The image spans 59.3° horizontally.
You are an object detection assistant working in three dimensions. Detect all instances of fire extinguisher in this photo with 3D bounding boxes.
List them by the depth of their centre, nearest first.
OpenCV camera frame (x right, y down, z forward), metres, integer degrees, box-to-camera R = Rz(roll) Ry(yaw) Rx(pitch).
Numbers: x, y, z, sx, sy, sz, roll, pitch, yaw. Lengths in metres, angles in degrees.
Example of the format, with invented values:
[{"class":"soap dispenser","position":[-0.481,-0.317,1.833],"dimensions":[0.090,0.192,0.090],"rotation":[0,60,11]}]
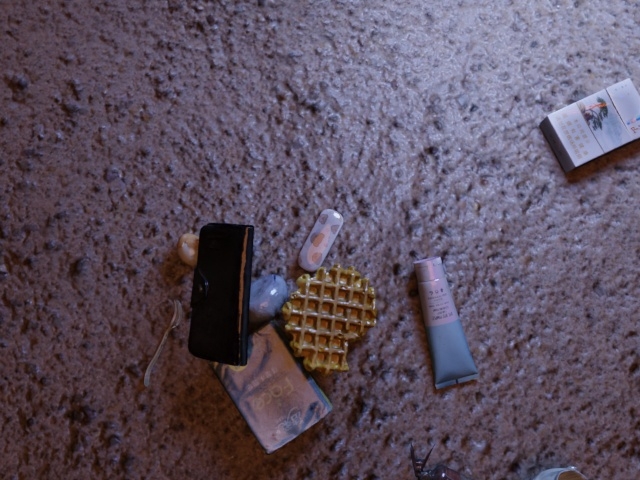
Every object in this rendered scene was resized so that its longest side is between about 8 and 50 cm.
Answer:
[{"class":"fire extinguisher","position":[0.310,0.558,1.312],"dimensions":[0.252,0.075,0.106],"rotation":[25,72,4]}]

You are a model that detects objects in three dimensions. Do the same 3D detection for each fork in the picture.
[{"class":"fork","position":[-0.383,0.251,1.368],"dimensions":[0.029,0.034,0.219],"rotation":[19,84,11]}]

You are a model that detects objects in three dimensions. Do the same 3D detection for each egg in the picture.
[{"class":"egg","position":[-0.315,0.021,1.375],"dimensions":[0.071,0.071,0.083],"rotation":[-39,87,-4]}]

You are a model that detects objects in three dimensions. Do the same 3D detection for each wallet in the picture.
[{"class":"wallet","position":[-0.230,0.118,1.291],"dimensions":[0.173,0.045,0.317],"rotation":[5,90,34]}]

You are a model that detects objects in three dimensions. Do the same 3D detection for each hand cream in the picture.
[{"class":"hand cream","position":[0.297,0.197,1.364],"dimensions":[0.111,0.070,0.312],"rotation":[-13,92,-3]}]

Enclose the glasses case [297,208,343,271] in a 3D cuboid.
[{"class":"glasses case","position":[0.000,0.000,1.389],"dimensions":[0.063,0.041,0.164],"rotation":[28,84,4]}]

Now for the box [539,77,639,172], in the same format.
[{"class":"box","position":[0.691,-0.285,1.403],"dimensions":[0.233,0.067,0.149],"rotation":[-25,84,-3]}]

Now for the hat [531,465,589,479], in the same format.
[{"class":"hat","position":[0.487,0.649,1.271],"dimensions":[0.301,0.168,0.258],"rotation":[-40,123,18]}]

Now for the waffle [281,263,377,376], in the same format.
[{"class":"waffle","position":[0.034,0.183,1.331],"dimensions":[0.253,0.056,0.248],"rotation":[-24,90,-23]}]

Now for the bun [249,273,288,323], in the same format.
[{"class":"bun","position":[-0.133,0.146,1.334],"dimensions":[0.141,0.141,0.083],"rotation":[-39,107,-4]}]

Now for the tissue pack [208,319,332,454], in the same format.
[{"class":"tissue pack","position":[-0.117,0.342,1.332],"dimensions":[0.185,0.081,0.257],"rotation":[-34,83,-2]}]
